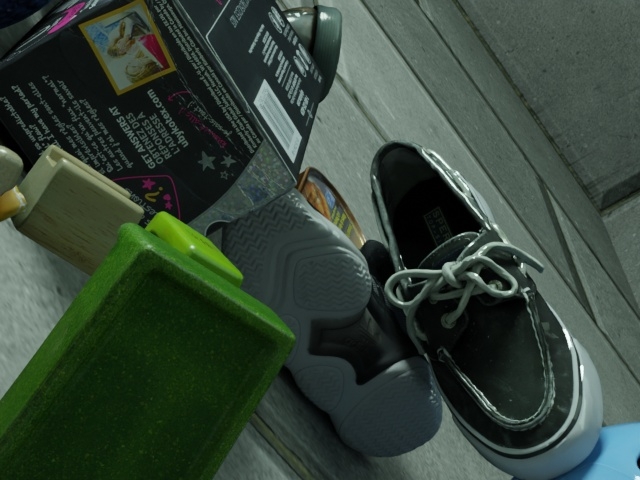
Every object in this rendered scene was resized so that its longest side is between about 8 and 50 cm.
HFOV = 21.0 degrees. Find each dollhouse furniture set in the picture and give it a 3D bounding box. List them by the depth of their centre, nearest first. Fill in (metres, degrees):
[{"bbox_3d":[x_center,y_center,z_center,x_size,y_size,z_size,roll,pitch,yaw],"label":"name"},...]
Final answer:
[{"bbox_3d":[-0.189,0.008,0.783,0.301,0.151,0.197,34,3,-23],"label":"dollhouse furniture set"}]

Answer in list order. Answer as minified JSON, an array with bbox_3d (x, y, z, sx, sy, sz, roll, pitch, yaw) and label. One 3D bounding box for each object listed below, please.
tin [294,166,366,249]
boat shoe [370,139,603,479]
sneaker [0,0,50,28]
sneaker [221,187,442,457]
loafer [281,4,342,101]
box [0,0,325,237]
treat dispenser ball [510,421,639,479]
[{"bbox_3d":[0.000,0.000,1.503,0.106,0.040,0.189,53,15,-9],"label":"tin"},{"bbox_3d":[0.110,0.038,1.265,0.105,0.113,0.306,47,19,-44],"label":"boat shoe"},{"bbox_3d":[-0.233,-0.190,1.020,0.090,0.081,0.232,59,7,10],"label":"sneaker"},{"bbox_3d":[0.001,0.035,1.314,0.268,0.101,0.153,57,12,-33],"label":"sneaker"},{"bbox_3d":[-0.049,-0.135,1.389,0.267,0.084,0.096,141,-44,-73],"label":"loafer"},{"bbox_3d":[-0.102,-0.102,1.146,0.163,0.142,0.247,57,15,-15],"label":"box"},{"bbox_3d":[0.240,0.275,1.238,0.288,0.288,0.288,54,15,-21],"label":"treat dispenser ball"}]
